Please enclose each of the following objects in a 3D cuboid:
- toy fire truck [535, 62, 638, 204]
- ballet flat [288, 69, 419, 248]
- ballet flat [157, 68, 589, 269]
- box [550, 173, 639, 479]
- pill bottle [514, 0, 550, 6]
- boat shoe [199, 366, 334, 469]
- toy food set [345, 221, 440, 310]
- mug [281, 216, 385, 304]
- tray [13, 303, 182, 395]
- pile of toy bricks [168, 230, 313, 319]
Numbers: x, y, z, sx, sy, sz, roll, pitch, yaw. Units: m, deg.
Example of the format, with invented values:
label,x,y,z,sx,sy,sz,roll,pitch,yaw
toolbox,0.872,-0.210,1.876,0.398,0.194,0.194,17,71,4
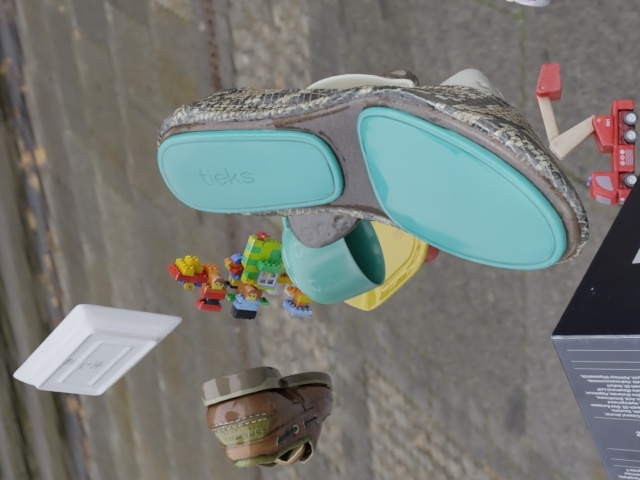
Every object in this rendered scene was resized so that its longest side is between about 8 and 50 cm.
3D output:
label,x,y,z,sx,sy,sz,roll,pitch,yaw
toy fire truck,0.359,-0.142,1.903,0.047,0.135,0.192,62,-151,-75
ballet flat,0.041,-0.090,1.566,0.084,0.058,0.250,36,123,8
ballet flat,0.060,-0.094,1.316,0.483,0.182,0.164,9,130,38
box,0.447,0.124,1.632,0.179,0.343,0.312,-4,124,37
pill bottle,0.224,-0.288,1.461,0.043,0.043,0.083,43,132,52
boat shoe,-0.055,0.207,1.584,0.307,0.111,0.104,16,-123,-70
toy food set,0.114,0.012,2.054,0.218,0.071,0.128,-43,59,22
mug,0.005,0.003,1.785,0.157,0.097,0.129,67,-159,3
tray,-0.301,0.155,1.880,0.270,0.145,0.030,-41,46,51
pile of toy bricks,-0.085,0.036,1.897,0.118,0.212,0.105,44,121,52
